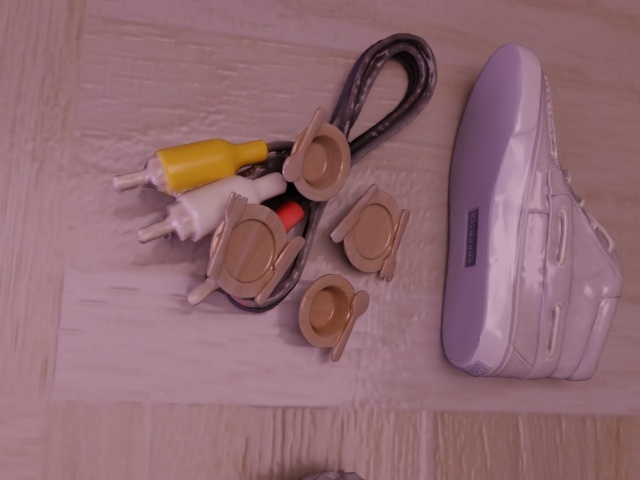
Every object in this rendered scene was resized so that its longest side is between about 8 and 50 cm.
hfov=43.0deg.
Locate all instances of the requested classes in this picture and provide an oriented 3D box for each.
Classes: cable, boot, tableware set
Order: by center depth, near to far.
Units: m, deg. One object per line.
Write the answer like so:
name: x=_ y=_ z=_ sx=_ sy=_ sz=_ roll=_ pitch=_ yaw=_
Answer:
tableware set: x=0.000 y=0.000 z=0.584 sx=0.168 sy=0.020 sz=0.141 roll=42 pitch=70 yaw=-37
cable: x=-0.002 y=-0.052 z=0.605 sx=0.287 sy=0.072 sz=0.140 roll=-33 pitch=95 yaw=-18
boot: x=0.174 y=-0.018 z=0.643 sx=0.123 sy=0.095 sz=0.259 roll=10 pitch=86 yaw=-19

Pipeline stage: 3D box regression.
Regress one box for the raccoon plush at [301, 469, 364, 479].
raccoon plush: x=-0.213 y=0.209 z=0.487 sx=0.299 sy=0.216 sz=0.446 roll=47 pitch=42 yaw=12
